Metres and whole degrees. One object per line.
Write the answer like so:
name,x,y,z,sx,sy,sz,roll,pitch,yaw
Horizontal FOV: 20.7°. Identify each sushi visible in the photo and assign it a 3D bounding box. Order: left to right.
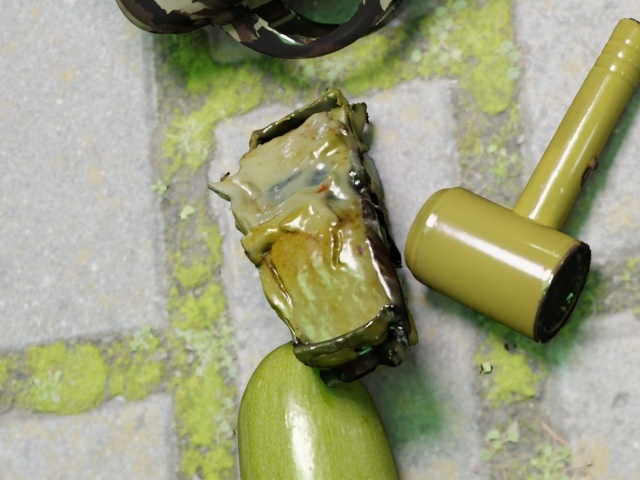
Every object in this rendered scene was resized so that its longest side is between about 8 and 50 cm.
sushi,-0.003,-0.004,1.459,0.139,0.131,0.291,-23,51,13

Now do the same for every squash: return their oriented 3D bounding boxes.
squash,-0.002,0.199,1.437,0.132,0.132,0.247,-22,69,15

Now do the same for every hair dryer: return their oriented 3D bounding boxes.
hair dryer,0.191,-0.064,1.456,0.135,0.090,0.279,26,81,26

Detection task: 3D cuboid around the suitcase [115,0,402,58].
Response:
suitcase,-0.046,-0.325,1.521,0.351,0.194,0.339,-21,104,23
